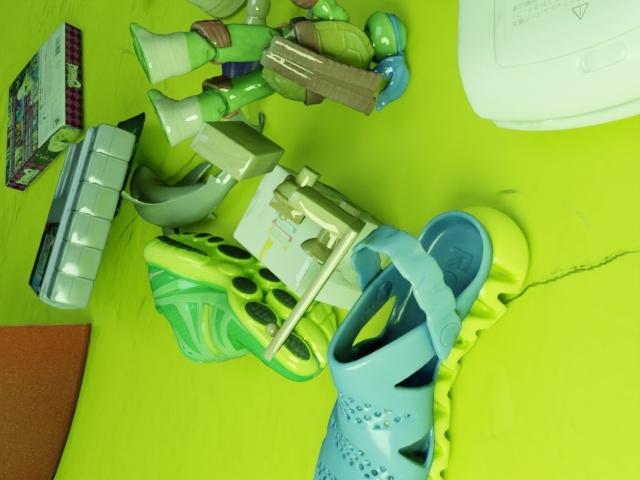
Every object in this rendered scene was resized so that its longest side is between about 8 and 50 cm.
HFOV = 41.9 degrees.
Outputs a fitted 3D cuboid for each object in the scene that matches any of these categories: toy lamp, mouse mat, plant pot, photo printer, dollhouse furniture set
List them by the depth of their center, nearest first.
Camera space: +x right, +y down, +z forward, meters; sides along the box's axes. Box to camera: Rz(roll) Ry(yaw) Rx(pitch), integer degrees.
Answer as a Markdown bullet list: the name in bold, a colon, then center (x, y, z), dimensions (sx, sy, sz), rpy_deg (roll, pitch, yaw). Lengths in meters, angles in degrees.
- **photo printer**: center (0.228, -0.242, 0.654), dimensions (0.256, 0.107, 0.307), rpy_deg (-13, 67, 44)
- **dollhouse furniture set**: center (-0.055, -0.008, 0.707), dimensions (0.151, 0.144, 0.123), rpy_deg (34, 102, 3)
- **toy lamp**: center (-0.067, -0.308, 0.981), dimensions (0.080, 0.080, 0.274), rpy_deg (38, 123, 47)
- **plant pot**: center (-0.498, 0.239, 1.165), dimensions (0.267, 0.267, 0.235), rpy_deg (-9, 82, 45)
- **mouse mat**: center (-0.295, -0.105, 1.206), dimensions (0.190, 0.007, 0.152), rpy_deg (4, 78, 63)

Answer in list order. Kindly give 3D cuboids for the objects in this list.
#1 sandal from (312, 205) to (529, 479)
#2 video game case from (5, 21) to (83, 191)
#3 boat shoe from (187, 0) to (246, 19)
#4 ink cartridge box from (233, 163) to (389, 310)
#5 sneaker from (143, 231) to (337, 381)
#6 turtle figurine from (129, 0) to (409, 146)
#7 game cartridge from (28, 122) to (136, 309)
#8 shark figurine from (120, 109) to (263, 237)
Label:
- **sandal**: center (0.052, 0.108, 0.695), dimensions (0.126, 0.138, 0.317), rpy_deg (21, 93, 47)
- **video game case**: center (-0.489, -0.235, 1.475), dimensions (0.210, 0.042, 0.232), rpy_deg (-34, 53, 35)
- **boat shoe**: center (-0.079, -0.420, 1.039), dimensions (0.341, 0.110, 0.121), rpy_deg (-43, 47, 32)
- **ink cartridge box**: center (0.000, 0.000, 0.822), dimensions (0.143, 0.092, 0.090), rpy_deg (38, 103, 46)
- **sneaker**: center (-0.087, 0.081, 0.898), dimensions (0.295, 0.109, 0.123), rpy_deg (27, 121, 45)
- **turtle figurine**: center (-0.063, -0.225, 0.874), dimensions (0.198, 0.266, 0.274), rpy_deg (150, 99, -78)
- **game cartridge**: center (-0.336, -0.030, 1.139), dimensions (0.355, 0.068, 0.230), rpy_deg (3, 73, 68)
- **shark figurine**: center (-0.180, -0.065, 1.028), dimensions (0.278, 0.116, 0.166), rpy_deg (-21, 63, 43)
